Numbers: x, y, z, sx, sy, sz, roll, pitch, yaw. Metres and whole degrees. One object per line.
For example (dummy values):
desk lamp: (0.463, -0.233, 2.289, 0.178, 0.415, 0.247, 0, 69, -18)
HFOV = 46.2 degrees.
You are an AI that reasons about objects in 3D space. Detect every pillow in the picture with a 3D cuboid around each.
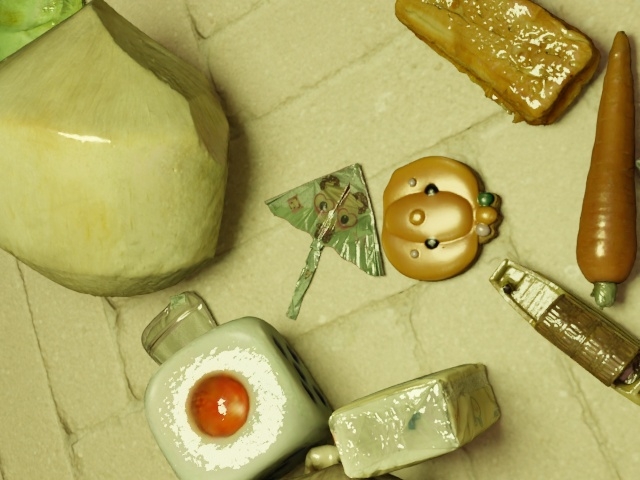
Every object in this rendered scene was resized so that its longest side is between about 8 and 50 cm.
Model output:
pillow: (-0.180, 0.190, 1.148, 0.130, 0.038, 0.232, -46, 70, 8)

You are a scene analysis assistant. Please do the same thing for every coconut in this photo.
coconut: (-0.300, -0.132, 1.069, 0.416, 0.344, 0.415, 9, 116, 19)

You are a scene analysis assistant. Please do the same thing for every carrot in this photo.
carrot: (0.344, -0.085, 0.893, 0.069, 0.069, 0.335, 2, 83, 27)

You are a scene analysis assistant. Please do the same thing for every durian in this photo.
durian: (-0.512, -0.350, 1.304, 0.198, 0.163, 0.394, -12, 74, 23)

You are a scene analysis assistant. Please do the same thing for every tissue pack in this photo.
tissue pack: (0.119, 0.213, 0.904, 0.148, 0.196, 0.092, -24, 76, 24)

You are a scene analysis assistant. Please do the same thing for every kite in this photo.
kite: (-0.001, 0.000, 1.088, 0.229, 0.012, 0.250, 30, 100, 29)

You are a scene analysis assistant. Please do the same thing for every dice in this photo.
dice: (-0.105, 0.226, 1.000, 0.193, 0.192, 0.194, -36, 72, -1)

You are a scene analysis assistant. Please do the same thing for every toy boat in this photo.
toy boat: (0.298, 0.101, 0.884, 0.226, 0.088, 0.068, 40, 104, 23)

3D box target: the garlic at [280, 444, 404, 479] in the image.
garlic: (0.002, 0.399, 0.904, 0.322, 0.241, 0.321, 4, 117, 7)

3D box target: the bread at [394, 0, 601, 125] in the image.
bread: (0.218, -0.262, 0.961, 0.271, 0.077, 0.139, 45, 109, 24)

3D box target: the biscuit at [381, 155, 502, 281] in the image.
biscuit: (0.155, -0.029, 0.989, 0.170, 0.050, 0.170, -2, 86, 27)

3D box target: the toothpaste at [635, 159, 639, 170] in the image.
toothpaste: (0.486, -0.170, 0.827, 0.299, 0.073, 0.114, -44, 67, 10)
